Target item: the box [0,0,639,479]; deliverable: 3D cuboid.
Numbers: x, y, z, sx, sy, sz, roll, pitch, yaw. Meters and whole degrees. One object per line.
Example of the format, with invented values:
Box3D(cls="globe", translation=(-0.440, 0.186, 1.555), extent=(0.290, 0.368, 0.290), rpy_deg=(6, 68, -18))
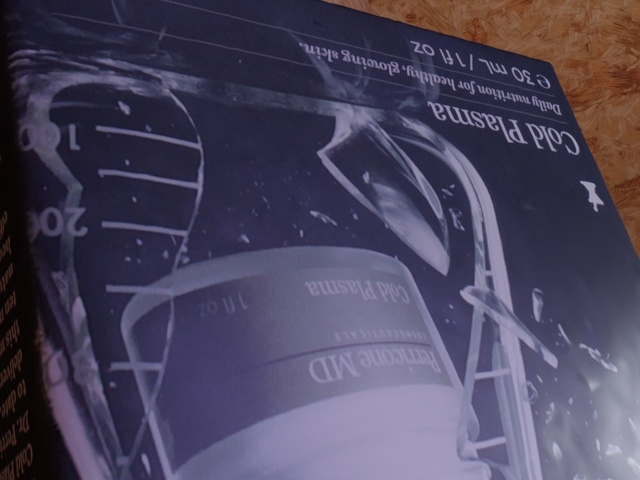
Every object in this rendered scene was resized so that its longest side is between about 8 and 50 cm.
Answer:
Box3D(cls="box", translation=(-0.006, 0.102, 0.574), extent=(0.479, 0.297, 0.472), rpy_deg=(3, 61, -36))
